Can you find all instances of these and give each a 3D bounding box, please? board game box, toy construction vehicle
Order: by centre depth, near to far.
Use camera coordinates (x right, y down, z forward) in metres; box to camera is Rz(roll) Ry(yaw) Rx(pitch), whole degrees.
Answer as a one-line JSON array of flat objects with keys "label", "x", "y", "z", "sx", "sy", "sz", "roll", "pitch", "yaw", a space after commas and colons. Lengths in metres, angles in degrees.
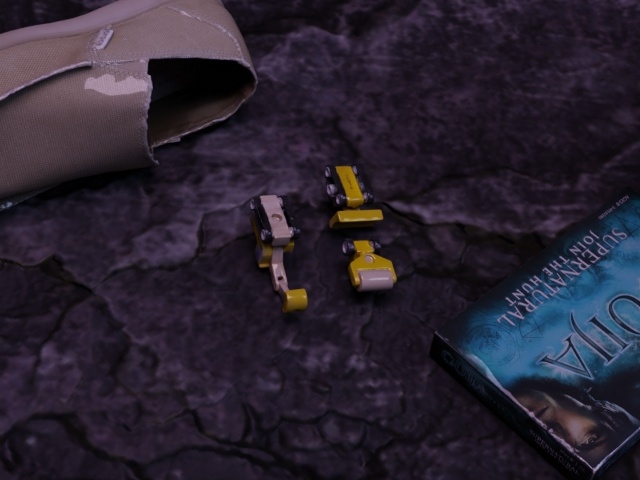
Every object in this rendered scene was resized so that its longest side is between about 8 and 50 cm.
[{"label": "board game box", "x": 0.175, "y": 0.053, "z": 0.848, "sx": 0.186, "sy": 0.026, "sz": 0.126, "roll": -35, "pitch": 62, "yaw": -29}, {"label": "toy construction vehicle", "x": 0.000, "y": 0.000, "z": 0.872, "sx": 0.086, "sy": 0.035, "sz": 0.098, "roll": -6, "pitch": 54, "yaw": -25}]

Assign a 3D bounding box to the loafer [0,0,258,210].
[{"label": "loafer", "x": -0.147, "y": -0.084, "z": 0.875, "sx": 0.268, "sy": 0.102, "sz": 0.092, "roll": -34, "pitch": 56, "yaw": -29}]
